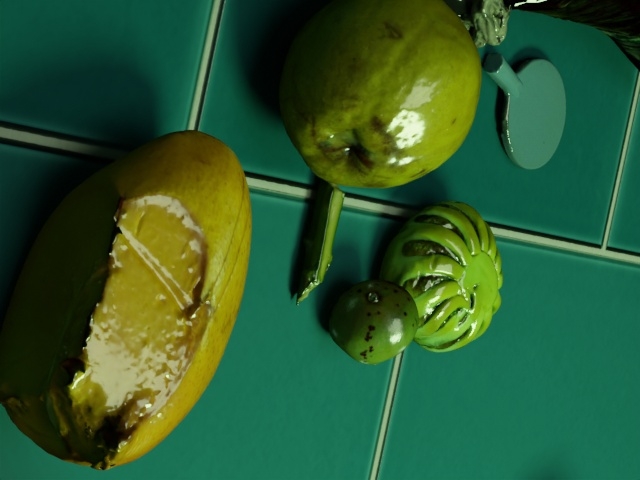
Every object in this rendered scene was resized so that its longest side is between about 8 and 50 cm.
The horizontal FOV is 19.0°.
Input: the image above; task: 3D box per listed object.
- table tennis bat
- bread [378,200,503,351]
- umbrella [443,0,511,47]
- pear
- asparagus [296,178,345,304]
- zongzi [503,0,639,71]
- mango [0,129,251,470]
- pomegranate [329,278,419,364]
[{"bbox_3d":[0.185,-0.124,1.728,0.155,0.019,0.100,40,68,-53],"label":"table tennis bat"},{"bbox_3d":[0.108,0.034,1.628,0.130,0.071,0.139,-59,141,-30],"label":"bread"},{"bbox_3d":[0.143,-0.324,1.562,0.113,0.106,0.357,57,48,-57],"label":"umbrella"},{"bbox_3d":[0.045,-0.114,1.430,0.162,0.149,0.149,-52,138,-38],"label":"pear"},{"bbox_3d":[-0.001,0.000,1.508,0.025,0.021,0.108,13,90,-56],"label":"asparagus"},{"bbox_3d":[0.336,-0.288,1.737,0.383,0.319,0.362,-54,152,-2],"label":"zongzi"},{"bbox_3d":[-0.121,0.032,1.269,0.154,0.126,0.252,49,54,-36],"label":"mango"},{"bbox_3d":[0.047,0.066,1.556,0.084,0.073,0.073,22,82,-64],"label":"pomegranate"}]
